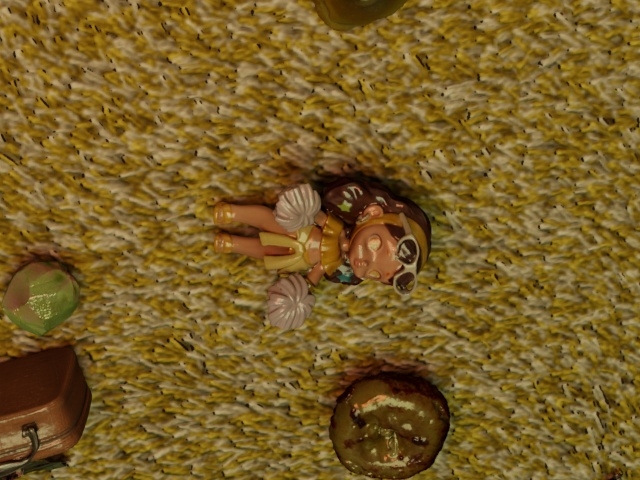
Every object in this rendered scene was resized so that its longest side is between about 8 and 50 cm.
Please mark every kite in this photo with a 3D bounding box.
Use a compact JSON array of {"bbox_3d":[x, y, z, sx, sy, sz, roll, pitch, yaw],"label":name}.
[{"bbox_3d":[-0.388,0.286,1.994,0.229,0.012,0.250,-8,168,-43],"label":"kite"}]

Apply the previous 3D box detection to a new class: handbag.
[{"bbox_3d":[-0.359,0.199,1.933,0.193,0.151,0.072,-15,116,1],"label":"handbag"}]

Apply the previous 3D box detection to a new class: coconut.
[{"bbox_3d":[-0.306,0.059,1.901,0.082,0.081,0.083,-3,127,45],"label":"coconut"}]

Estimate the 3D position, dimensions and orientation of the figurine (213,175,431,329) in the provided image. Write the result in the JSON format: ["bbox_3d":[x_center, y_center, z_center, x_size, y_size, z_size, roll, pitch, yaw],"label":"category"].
[{"bbox_3d":[0.002,0.000,1.878,0.240,0.116,0.174,1,118,0],"label":"figurine"}]

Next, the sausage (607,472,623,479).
[{"bbox_3d":[0.337,0.372,2.186,0.028,0.025,0.198,23,116,-2],"label":"sausage"}]

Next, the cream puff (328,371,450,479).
[{"bbox_3d":[0.079,0.212,2.030,0.149,0.084,0.149,-1,117,-3],"label":"cream puff"}]

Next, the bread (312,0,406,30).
[{"bbox_3d":[0.029,-0.312,1.715,0.161,0.088,0.233,-32,120,9],"label":"bread"}]
